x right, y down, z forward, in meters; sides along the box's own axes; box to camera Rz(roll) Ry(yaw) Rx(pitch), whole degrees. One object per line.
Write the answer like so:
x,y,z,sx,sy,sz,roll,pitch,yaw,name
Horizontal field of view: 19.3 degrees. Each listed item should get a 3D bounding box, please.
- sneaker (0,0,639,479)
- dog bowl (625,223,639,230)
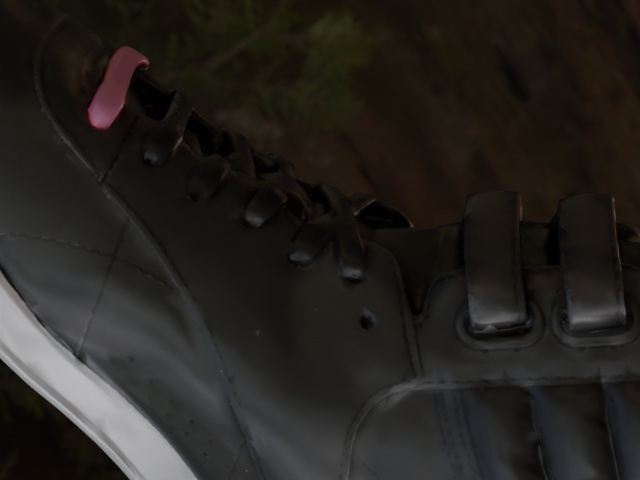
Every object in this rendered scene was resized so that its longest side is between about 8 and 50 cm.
0.000,0.000,0.484,0.296,0.147,0.104,54,-162,-14,sneaker
0.164,0.150,0.890,0.349,0.349,0.102,52,-172,-14,dog bowl
